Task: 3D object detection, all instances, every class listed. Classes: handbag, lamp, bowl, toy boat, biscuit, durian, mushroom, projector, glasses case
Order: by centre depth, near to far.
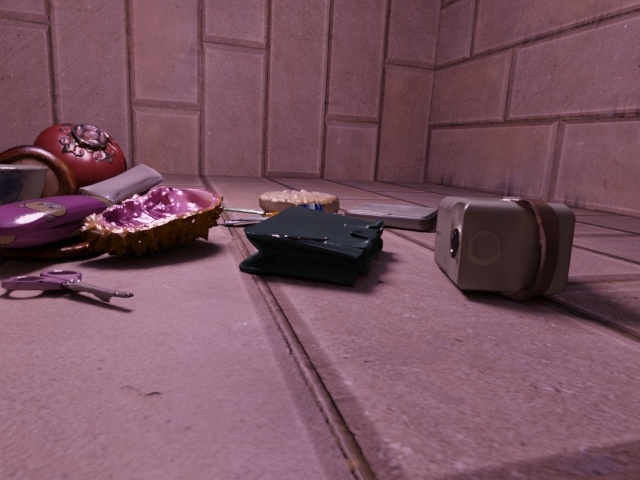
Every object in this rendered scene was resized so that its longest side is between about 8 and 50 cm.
[{"bbox_3d":[0.311,0.002,0.785,0.177,0.163,0.242,2,9,2],"label":"projector"},{"bbox_3d":[-0.507,-0.041,0.843,0.123,0.075,0.316,4,12,7],"label":"glasses case"},{"bbox_3d":[-0.514,0.008,0.862,0.188,0.027,0.188,3,13,-1],"label":"biscuit"},{"bbox_3d":[-0.001,-0.001,0.904,0.239,0.089,0.326,8,13,14],"label":"handbag"},{"bbox_3d":[-0.317,-0.029,0.922,0.191,0.112,0.341,15,22,10],"label":"durian"},{"bbox_3d":[-0.815,-0.110,1.071,0.290,0.146,0.289,2,10,0],"label":"bowl"},{"bbox_3d":[-0.137,-0.054,1.257,0.291,0.066,0.220,-9,11,-1],"label":"toy boat"},{"bbox_3d":[-0.842,-0.183,1.305,0.231,0.194,0.138,9,8,-29],"label":"mushroom"},{"bbox_3d":[0.240,-0.082,1.456,0.267,0.047,0.269,6,12,22],"label":"lamp"},{"bbox_3d":[-0.063,-0.125,1.490,0.281,0.084,0.179,2,11,-9],"label":"biscuit"},{"bbox_3d":[-0.669,-0.177,1.527,0.128,0.083,0.308,18,28,11],"label":"glasses case"},{"bbox_3d":[-0.851,-0.279,1.586,0.303,0.257,0.303,27,33,-19],"label":"lamp"}]

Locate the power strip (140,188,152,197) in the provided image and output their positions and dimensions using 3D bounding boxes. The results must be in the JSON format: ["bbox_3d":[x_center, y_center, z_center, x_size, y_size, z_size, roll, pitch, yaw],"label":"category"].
[{"bbox_3d":[-0.564,-0.153,1.607,0.279,0.037,0.109,11,15,34],"label":"power strip"}]

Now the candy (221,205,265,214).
[{"bbox_3d":[-0.306,-0.091,1.249,0.336,0.092,0.093,6,-15,18],"label":"candy"}]

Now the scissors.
[{"bbox_3d":[-0.347,0.067,0.635,0.212,0.021,0.110,8,9,24],"label":"scissors"}]
